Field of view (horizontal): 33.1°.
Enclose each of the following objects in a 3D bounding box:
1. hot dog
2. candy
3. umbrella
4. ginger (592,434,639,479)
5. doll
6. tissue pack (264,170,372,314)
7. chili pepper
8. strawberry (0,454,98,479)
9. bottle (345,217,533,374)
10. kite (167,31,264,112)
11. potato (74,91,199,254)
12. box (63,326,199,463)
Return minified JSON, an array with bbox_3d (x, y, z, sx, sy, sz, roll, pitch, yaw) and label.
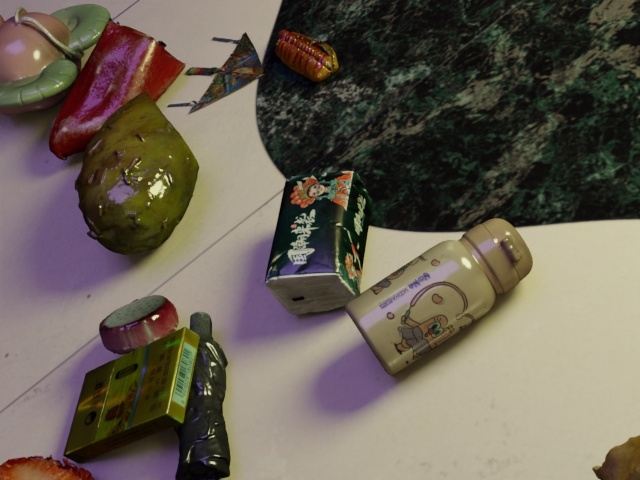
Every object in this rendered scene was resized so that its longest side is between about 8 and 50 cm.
[{"bbox_3d":[-0.025,-0.284,1.638,0.062,0.038,0.144,-41,44,-8],"label":"hot dog"},{"bbox_3d":[-0.233,0.107,1.384,0.103,0.043,0.103,-17,19,6],"label":"candy"},{"bbox_3d":[-0.139,0.183,1.285,0.066,0.059,0.235,-4,45,0],"label":"umbrella"},{"bbox_3d":[0.334,0.232,0.932,0.219,0.123,0.270,29,80,46],"label":"ginger"},{"bbox_3d":[-0.508,-0.323,1.821,0.269,0.216,0.284,-3,44,20],"label":"doll"},{"bbox_3d":[0.000,0.001,1.338,0.103,0.090,0.170,-8,50,20],"label":"tissue pack"},{"bbox_3d":[-0.334,-0.227,1.730,0.252,0.144,0.136,-61,7,-14],"label":"chili pepper"},{"bbox_3d":[-0.314,0.323,1.257,0.167,0.086,0.208,-14,17,-9],"label":"strawberry"},{"bbox_3d":[0.138,0.057,1.215,0.209,0.097,0.110,-33,1,-2],"label":"bottle"},{"bbox_3d":[-0.154,-0.270,1.719,0.160,0.010,0.182,9,58,35],"label":"kite"},{"bbox_3d":[-0.260,-0.107,1.544,0.176,0.141,0.298,-13,47,8],"label":"potato"},{"bbox_3d":[-0.230,0.189,1.307,0.193,0.030,0.121,-25,41,34],"label":"box"}]
